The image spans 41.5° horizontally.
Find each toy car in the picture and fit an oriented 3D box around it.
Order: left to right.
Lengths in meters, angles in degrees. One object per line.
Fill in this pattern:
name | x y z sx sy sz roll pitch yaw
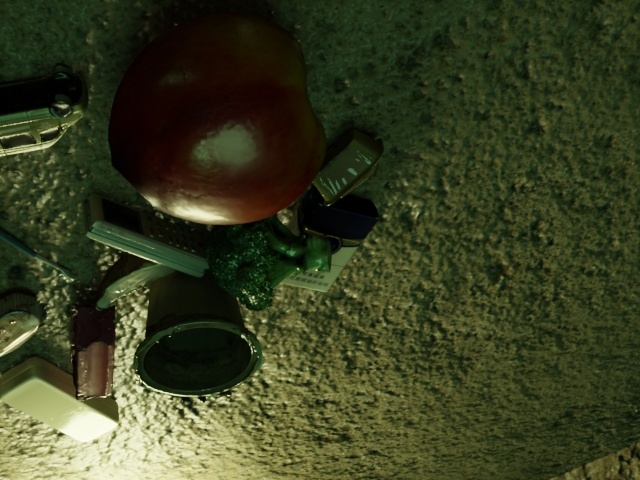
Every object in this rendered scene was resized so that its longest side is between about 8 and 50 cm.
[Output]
toy car | -0.539 -0.222 1.520 0.256 0.101 0.124 -10 141 -4

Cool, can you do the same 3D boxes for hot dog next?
hot dog | -0.743 0.209 1.926 0.267 0.075 0.144 -30 140 10

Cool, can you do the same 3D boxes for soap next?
soap | -0.529 0.242 1.955 0.099 0.162 0.250 0 136 -16

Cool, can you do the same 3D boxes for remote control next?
remote control | -0.363 -0.012 1.785 0.277 0.103 0.055 24 118 -34

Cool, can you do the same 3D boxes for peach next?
peach | -0.183 -0.201 1.461 0.388 0.388 0.388 -8 137 -8

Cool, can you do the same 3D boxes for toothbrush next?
toothbrush | -0.628 0.021 1.805 0.025 0.019 0.275 -26 137 22

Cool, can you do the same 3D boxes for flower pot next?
flower pot | -0.285 0.183 1.897 0.290 0.259 0.290 -9 138 -8

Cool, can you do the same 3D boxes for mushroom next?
mushroom | -0.414 0.070 1.860 0.209 0.094 0.072 -27 130 10

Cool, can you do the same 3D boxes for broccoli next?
broccoli | -0.111 0.033 1.777 0.269 0.270 0.270 3 135 -1

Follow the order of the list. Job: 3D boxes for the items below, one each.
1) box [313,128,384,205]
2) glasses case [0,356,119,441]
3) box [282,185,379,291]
box | 0.059 -0.152 1.768 0.177 0.111 0.111 -40 132 24
glasses case | -0.661 0.410 2.157 0.131 0.070 0.313 -30 135 15
box | 0.000 0.000 1.927 0.168 0.071 0.259 13 131 -27
